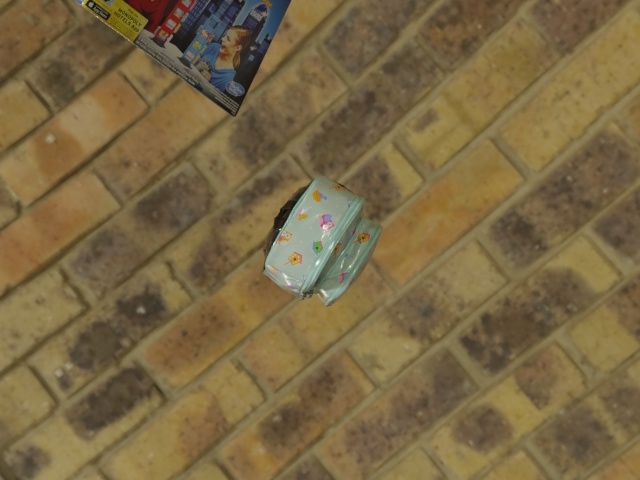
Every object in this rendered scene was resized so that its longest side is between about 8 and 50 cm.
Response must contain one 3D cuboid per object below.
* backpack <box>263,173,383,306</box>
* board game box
[{"bbox_3d":[0.000,0.000,1.283,0.166,0.144,0.188,-56,-9,-8],"label":"backpack"},{"bbox_3d":[-0.093,-0.241,0.828,0.194,0.060,0.194,-53,-43,3],"label":"board game box"}]
